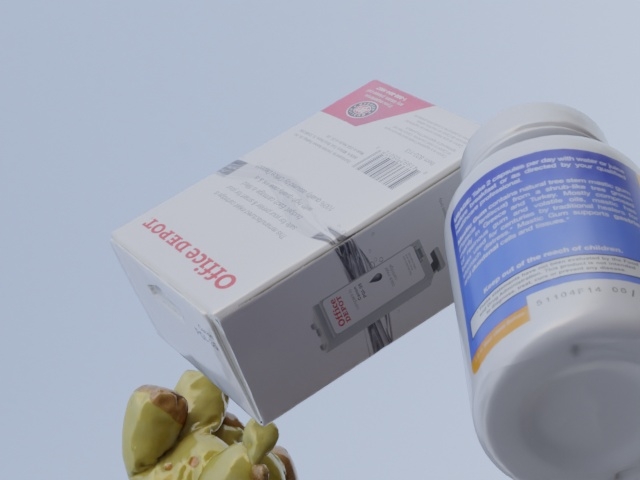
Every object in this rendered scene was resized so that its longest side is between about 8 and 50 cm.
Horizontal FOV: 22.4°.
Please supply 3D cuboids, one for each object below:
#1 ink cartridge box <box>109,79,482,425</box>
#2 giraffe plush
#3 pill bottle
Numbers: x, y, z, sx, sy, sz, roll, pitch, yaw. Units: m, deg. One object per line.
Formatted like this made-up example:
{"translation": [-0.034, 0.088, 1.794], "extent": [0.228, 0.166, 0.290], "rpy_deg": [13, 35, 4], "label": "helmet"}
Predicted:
{"translation": [0.000, 0.000, 1.328], "extent": [0.283, 0.207, 0.117], "rpy_deg": [-32, -58, -17], "label": "ink cartridge box"}
{"translation": [-0.097, 0.225, 1.540], "extent": [0.210, 0.170, 0.181], "rpy_deg": [-40, -60, -48], "label": "giraffe plush"}
{"translation": [0.163, 0.025, 1.082], "extent": [0.152, 0.152, 0.272], "rpy_deg": [55, -160, -33], "label": "pill bottle"}
